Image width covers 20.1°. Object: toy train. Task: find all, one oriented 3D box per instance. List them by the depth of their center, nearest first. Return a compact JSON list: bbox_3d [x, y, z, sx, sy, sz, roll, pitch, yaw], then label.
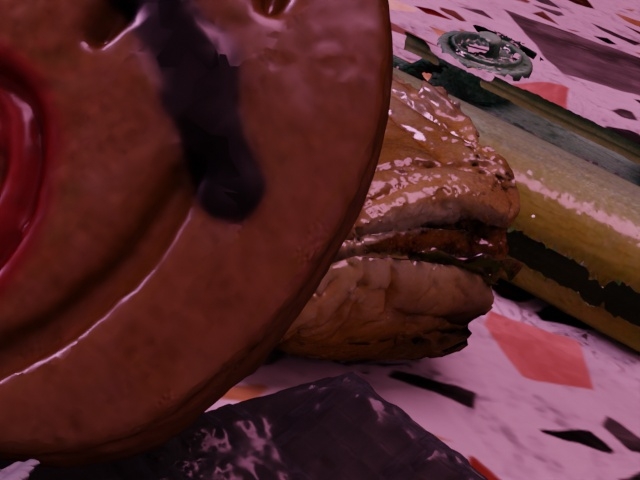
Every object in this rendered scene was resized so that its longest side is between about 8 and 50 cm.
[{"bbox_3d":[0.139,-0.045,1.166,0.307,0.126,0.189,29,21,22],"label":"toy train"}]

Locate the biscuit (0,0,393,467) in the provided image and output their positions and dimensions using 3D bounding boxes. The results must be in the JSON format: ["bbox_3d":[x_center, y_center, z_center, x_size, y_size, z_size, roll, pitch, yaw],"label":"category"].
[{"bbox_3d":[-0.162,-0.070,0.652,0.367,0.314,0.063,31,-13,13],"label":"biscuit"}]

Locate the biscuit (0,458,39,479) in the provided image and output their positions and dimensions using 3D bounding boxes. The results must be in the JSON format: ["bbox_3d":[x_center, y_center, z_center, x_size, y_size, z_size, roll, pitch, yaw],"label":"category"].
[{"bbox_3d":[-0.238,0.024,0.521,0.309,0.079,0.186,22,2,10],"label":"biscuit"}]

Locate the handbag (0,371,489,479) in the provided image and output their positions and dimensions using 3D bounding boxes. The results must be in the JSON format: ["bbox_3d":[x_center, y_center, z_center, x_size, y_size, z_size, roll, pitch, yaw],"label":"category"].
[{"bbox_3d":[0.007,0.139,0.613,0.175,0.088,0.270,-11,36,-44],"label":"handbag"}]

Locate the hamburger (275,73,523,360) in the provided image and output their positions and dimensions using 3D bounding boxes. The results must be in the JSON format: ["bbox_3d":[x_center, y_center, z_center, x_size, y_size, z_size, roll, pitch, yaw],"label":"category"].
[{"bbox_3d":[0.000,0.000,0.948,0.206,0.130,0.183,-10,29,-23],"label":"hamburger"}]
